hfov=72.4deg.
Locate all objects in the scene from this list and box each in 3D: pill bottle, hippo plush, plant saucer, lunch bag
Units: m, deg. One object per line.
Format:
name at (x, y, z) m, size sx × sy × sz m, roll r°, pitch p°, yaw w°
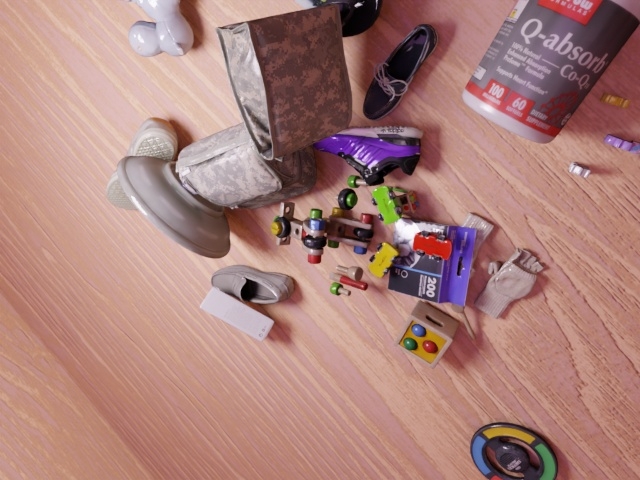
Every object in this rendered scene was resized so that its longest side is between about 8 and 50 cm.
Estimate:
pill bottle at (0.452, -0.388, 0.823) m, size 0.210 × 0.210 × 0.363 m, roll 34°, pitch 120°, yaw 13°
hippo plush at (-0.451, -0.654, 1.242) m, size 0.294 × 0.234 × 0.236 m, roll -13°, pitch 128°, yaw -9°
plant saucer at (-0.394, -0.125, 1.286) m, size 0.100 × 0.400 × 0.400 m, roll -43°, pitch 85°, yaw 10°
lunch bag at (-0.199, -0.212, 1.177) m, size 0.305 × 0.256 × 0.212 m, roll -12°, pitch 79°, yaw 31°
lunch bag at (-0.064, -0.341, 0.965) m, size 0.169 × 0.235 × 0.287 m, roll 24°, pitch 135°, yaw 48°

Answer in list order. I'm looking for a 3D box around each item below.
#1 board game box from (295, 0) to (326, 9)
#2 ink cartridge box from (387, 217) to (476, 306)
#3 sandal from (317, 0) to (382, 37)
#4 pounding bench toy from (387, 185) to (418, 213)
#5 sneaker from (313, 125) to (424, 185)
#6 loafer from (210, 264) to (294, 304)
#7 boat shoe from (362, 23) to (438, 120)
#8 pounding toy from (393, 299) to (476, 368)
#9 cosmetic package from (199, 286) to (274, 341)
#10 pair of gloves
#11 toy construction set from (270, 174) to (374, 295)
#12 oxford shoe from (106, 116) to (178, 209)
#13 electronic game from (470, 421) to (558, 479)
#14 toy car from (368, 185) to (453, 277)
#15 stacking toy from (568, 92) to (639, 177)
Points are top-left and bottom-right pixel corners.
board game box at (0.055, -0.671, 0.999) m, size 0.224 × 0.097 × 0.303 m, roll 40°, pitch 121°, yaw 9°
ink cartridge box at (0.282, 0.053, 1.134) m, size 0.208 × 0.045 × 0.206 m, roll 12°, pitch 103°, yaw 35°
sandal at (0.023, -0.500, 0.990) m, size 0.254 × 0.054 × 0.097 m, roll -6°, pitch 109°, yaw 35°
pounding bench toy at (0.215, -0.110, 1.143) m, size 0.065 × 0.052 × 0.083 m, roll -14°, pitch 101°, yaw 31°
sneaker at (0.110, -0.213, 1.116) m, size 0.293 × 0.102 × 0.146 m, roll 6°, pitch 98°, yaw 27°
loafer at (-0.243, 0.149, 1.444) m, size 0.319 × 0.111 × 0.112 m, roll 1°, pitch 110°, yaw 28°
boat shoe at (0.180, -0.393, 1.042) m, size 0.095 × 0.079 × 0.254 m, roll 48°, pitch 122°, yaw 5°
pounding toy at (0.323, 0.244, 1.177) m, size 0.181 × 0.094 × 0.206 m, roll 30°, pitch 127°, yaw 15°
cosmetic package at (-0.277, 0.244, 1.449) m, size 0.231 × 0.085 × 0.117 m, roll 32°, pitch 165°, yaw -7°
pair of gloves at (0.415, 0.071, 1.110) m, size 0.240 × 0.042 × 0.204 m, roll 40°, pitch 121°, yaw 9°
toy construction set at (0.000, 0.000, 1.231) m, size 0.237 × 0.257 × 0.309 m, roll 14°, pitch 131°, yaw 42°
oxford shoe at (-0.603, -0.250, 1.491) m, size 0.449 × 0.169 × 0.130 m, roll -40°, pitch 43°, yaw 40°
electronic game at (0.543, 0.616, 1.238) m, size 0.229 × 0.048 × 0.229 m, roll 9°, pitch 112°, yaw 24°
toy car at (0.200, -0.035, 1.109) m, size 0.239 × 0.053 × 0.225 m, roll -21°, pitch 92°, yaw 37°
stacking toy at (0.648, -0.185, 0.887) m, size 0.221 × 0.052 × 0.167 m, roll 25°, pitch 118°, yaw 17°
